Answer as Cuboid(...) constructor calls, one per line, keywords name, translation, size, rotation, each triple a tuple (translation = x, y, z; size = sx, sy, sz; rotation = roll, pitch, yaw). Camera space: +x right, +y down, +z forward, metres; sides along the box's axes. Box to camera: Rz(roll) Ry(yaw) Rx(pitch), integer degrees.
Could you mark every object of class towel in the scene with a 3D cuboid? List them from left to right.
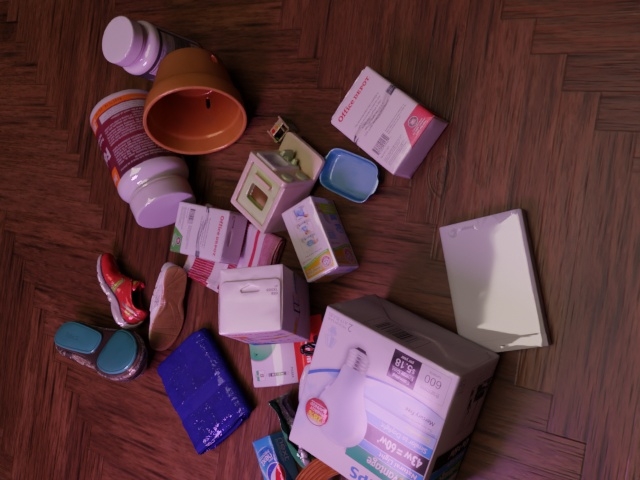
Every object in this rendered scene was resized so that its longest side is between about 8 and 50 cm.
Cuboid(name="towel", translation=(-0.341, 0.441, 2.034), size=(0.228, 0.076, 0.308), rotation=(-42, 65, 17))
Cuboid(name="towel", translation=(-0.265, 0.047, 2.024), size=(0.329, 0.037, 0.237), rotation=(25, 100, 33))

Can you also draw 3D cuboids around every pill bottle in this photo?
Cuboid(name="pill bottle", translation=(-0.541, -0.249, 2.114), size=(0.224, 0.224, 0.392), rotation=(-38, 67, 26))
Cuboid(name="pill bottle", translation=(-0.501, -0.563, 2.070), size=(0.161, 0.283, 0.161), rotation=(-3, 85, 34))

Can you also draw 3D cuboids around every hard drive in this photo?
Cuboid(name="hard drive", translation=(0.395, 0.099, 1.573), size=(0.203, 0.040, 0.307), rotation=(-14, 80, 33))

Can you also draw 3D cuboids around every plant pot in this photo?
Cuboid(name="plant pot", translation=(-0.368, -0.417, 1.992), size=(0.291, 0.291, 0.203), rotation=(-28, 56, 29))

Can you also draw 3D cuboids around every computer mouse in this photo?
Cuboid(name="computer mouse", translation=(-0.016, 0.366, 1.815), size=(0.106, 0.042, 0.193), rotation=(11, 96, 13))

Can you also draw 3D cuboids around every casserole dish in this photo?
Cuboid(name="casserole dish", translation=(0.080, -0.170, 1.804), size=(0.188, 0.037, 0.114), rotation=(27, 102, 33))

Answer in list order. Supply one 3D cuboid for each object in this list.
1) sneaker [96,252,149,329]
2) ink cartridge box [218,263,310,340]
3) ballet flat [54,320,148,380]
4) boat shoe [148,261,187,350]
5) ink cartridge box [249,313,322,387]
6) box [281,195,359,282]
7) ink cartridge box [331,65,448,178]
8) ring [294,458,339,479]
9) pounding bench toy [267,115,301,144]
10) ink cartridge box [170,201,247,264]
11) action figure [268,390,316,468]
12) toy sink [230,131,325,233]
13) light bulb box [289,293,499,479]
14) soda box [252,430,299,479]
Cuboid(name="sneaker", translation=(-0.634, 0.152, 2.246), size=(0.118, 0.107, 0.279), rotation=(-32, 73, 9))
Cuboid(name="ink cartridge box", translation=(-0.140, 0.171, 1.777), size=(0.171, 0.233, 0.168), rotation=(-7, 73, 15))
Cuboid(name="ballet flat", translation=(-0.660, 0.363, 2.190), size=(0.483, 0.182, 0.164), rotation=(6, 59, 42))
Cuboid(name="boat shoe", translation=(-0.478, 0.201, 2.131), size=(0.096, 0.098, 0.277), rotation=(29, 107, 55))
Cuboid(name="ink cartridge box", translation=(-0.093, 0.303, 1.883), size=(0.225, 0.056, 0.181), rotation=(-12, 81, 34))
Cuboid(name="box", translation=(0.000, 0.000, 1.799), size=(0.103, 0.114, 0.203), rotation=(-30, 72, 28))
Cuboid(name="ink cartridge box", translation=(0.168, -0.294, 1.713), size=(0.237, 0.100, 0.172), rotation=(44, 110, 27))
Cuboid(name="ring", translation=(0.068, 0.678, 1.673), size=(0.337, 0.032, 0.336), rotation=(-6, 65, 12))
Cuboid(name="pounding bench toy", translation=(-0.098, -0.293, 1.921), size=(0.065, 0.052, 0.083), rotation=(-49, 63, 22))
Cuboid(name="ink cartridge box", translation=(-0.324, -0.021, 2.000), size=(0.208, 0.087, 0.153), rotation=(13, 90, 36))
Cuboid(name="action figure", translation=(-0.056, 0.516, 1.818), size=(0.063, 0.137, 0.232), rotation=(-30, 79, 16))
Cuboid(name="toy sink", translation=(-0.120, -0.159, 1.853), size=(0.153, 0.131, 0.234), rotation=(44, 122, 25))
Cuboid(name="light bulb box", translation=(0.162, 0.365, 1.580), size=(0.358, 0.225, 0.361), rotation=(25, 107, 33))
Cuboid(name="soda box", translation=(-0.107, 0.631, 1.859), size=(0.067, 0.071, 0.210), rotation=(-31, 70, 29))
